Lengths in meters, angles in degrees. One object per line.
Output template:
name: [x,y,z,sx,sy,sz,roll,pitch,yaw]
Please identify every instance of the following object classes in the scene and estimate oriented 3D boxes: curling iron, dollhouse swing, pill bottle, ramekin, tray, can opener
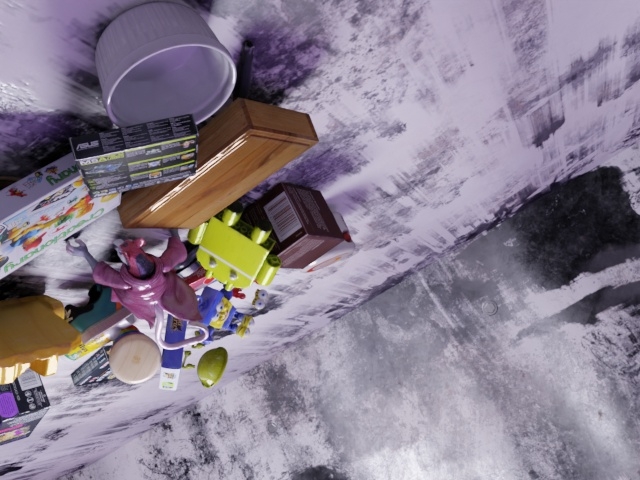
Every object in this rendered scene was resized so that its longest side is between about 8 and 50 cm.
curling iron: [-0.164,-0.265,1.210,0.068,0.035,0.274,-16,159,-30]
dollhouse swing: [-0.737,0.294,1.427,0.346,0.305,0.315,-8,124,-45]
pill bottle: [-0.633,0.243,1.784,0.208,0.118,0.117,-27,161,1]
ramekin: [-0.244,-0.267,0.986,0.207,0.109,0.207,-24,160,-9]
tray: [-0.219,-0.139,1.325,0.411,0.076,0.202,-31,162,34]
can opener: [-0.329,0.021,1.718,0.186,0.059,0.073,-40,133,7]

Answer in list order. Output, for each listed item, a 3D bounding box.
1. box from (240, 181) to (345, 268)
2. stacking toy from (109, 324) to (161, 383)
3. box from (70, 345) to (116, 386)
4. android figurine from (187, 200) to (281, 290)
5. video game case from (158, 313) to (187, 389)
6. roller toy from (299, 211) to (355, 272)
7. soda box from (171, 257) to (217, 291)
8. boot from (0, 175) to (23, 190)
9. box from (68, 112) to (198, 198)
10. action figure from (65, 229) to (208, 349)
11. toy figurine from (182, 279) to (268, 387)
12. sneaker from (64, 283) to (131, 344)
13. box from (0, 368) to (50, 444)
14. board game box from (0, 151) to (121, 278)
box: [-0.076,-0.034,1.727,0.167,0.168,0.203,-36,159,24]
stacking toy: [-0.567,0.314,1.913,0.141,0.141,0.330,-21,-167,-18]
box: [-0.738,0.432,2.240,0.220,0.051,0.175,-37,159,28]
android figurine: [-0.220,0.025,1.614,0.273,0.248,0.056,-56,-178,42]
video game case: [-0.445,0.294,1.953,0.061,0.270,0.244,8,151,-13]
roller toy: [0.000,0.000,1.955,0.209,0.146,0.191,-18,170,-30]
soda box: [-0.282,0.050,1.789,0.263,0.092,0.083,-27,164,-1]
boot: [-0.619,-0.040,1.124,0.213,0.077,0.165,-19,162,-44]
box: [-0.298,-0.135,1.049,0.190,0.045,0.184,-15,167,-15]
action figure: [-0.416,0.106,1.483,0.248,0.276,0.370,-20,163,-13]
toy figurine: [-0.338,0.226,1.880,0.363,0.191,0.217,-63,147,-11]
sneaker: [-0.534,0.146,1.697,0.108,0.121,0.302,-32,-175,44]
box: [-0.959,0.510,1.971,0.143,0.165,0.270,-9,155,-44]
board game box: [-0.491,-0.054,1.145,0.305,0.053,0.193,-40,171,-33]
